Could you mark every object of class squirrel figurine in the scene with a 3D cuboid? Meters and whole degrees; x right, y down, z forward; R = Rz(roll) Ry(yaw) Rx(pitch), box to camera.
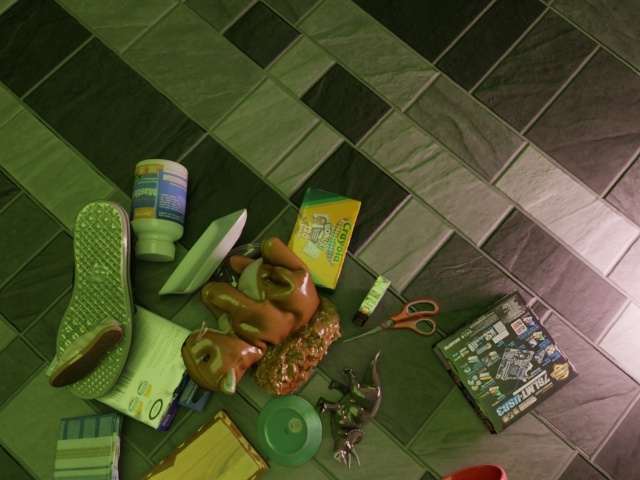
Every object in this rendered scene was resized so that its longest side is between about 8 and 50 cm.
[{"bbox_3d":[-0.152,0.253,1.708,0.397,0.281,0.370,43,61,-21],"label":"squirrel figurine"}]

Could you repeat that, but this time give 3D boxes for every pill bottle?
[{"bbox_3d":[-0.464,-0.081,1.899,0.153,0.152,0.271,2,74,-2],"label":"pill bottle"}]

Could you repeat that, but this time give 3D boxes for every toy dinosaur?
[{"bbox_3d":[0.092,0.446,1.813,0.160,0.121,0.313,35,72,-5],"label":"toy dinosaur"}]

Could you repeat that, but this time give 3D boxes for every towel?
[{"bbox_3d":[-0.606,0.598,1.725,0.209,0.034,0.284,-12,67,21],"label":"towel"}]

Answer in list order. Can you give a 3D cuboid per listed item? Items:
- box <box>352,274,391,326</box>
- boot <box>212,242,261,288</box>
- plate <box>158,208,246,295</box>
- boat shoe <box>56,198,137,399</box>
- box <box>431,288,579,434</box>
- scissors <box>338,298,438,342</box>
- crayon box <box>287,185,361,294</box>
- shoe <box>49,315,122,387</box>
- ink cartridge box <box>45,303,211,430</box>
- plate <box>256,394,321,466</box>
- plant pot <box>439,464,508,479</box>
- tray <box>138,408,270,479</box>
[{"bbox_3d":[0.137,0.169,1.824,0.036,0.207,0.114,32,76,6],"label":"box"},{"bbox_3d":[-0.222,0.128,1.892,0.190,0.076,0.208,-22,70,5],"label":"boot"},{"bbox_3d":[-0.314,0.046,1.812,0.045,0.277,0.278,41,68,-18],"label":"plate"},{"bbox_3d":[-0.553,0.148,1.688,0.187,0.156,0.499,3,89,-4],"label":"boat shoe"},{"bbox_3d":[0.515,0.337,1.864,0.296,0.073,0.293,-32,79,-10],"label":"box"},{"bbox_3d":[0.195,0.231,1.910,0.298,0.021,0.108,-5,78,-2],"label":"scissors"},{"bbox_3d":[0.000,0.000,1.930,0.166,0.081,0.278,17,75,3],"label":"crayon box"},{"bbox_3d":[-0.562,0.267,1.589,0.219,0.076,0.058,-41,52,4],"label":"shoe"},{"bbox_3d":[-0.480,0.332,1.786,0.396,0.151,0.269,24,74,6],"label":"ink cartridge box"},{"bbox_3d":[-0.089,0.510,1.785,0.188,0.024,0.188,-3,82,19],"label":"plate"},{"bbox_3d":[0.391,0.739,1.665,0.275,0.275,0.243,-27,86,-9],"label":"plant pot"},{"bbox_3d":[-0.355,0.657,1.744,0.411,0.076,0.203,-39,80,-12],"label":"tray"}]
